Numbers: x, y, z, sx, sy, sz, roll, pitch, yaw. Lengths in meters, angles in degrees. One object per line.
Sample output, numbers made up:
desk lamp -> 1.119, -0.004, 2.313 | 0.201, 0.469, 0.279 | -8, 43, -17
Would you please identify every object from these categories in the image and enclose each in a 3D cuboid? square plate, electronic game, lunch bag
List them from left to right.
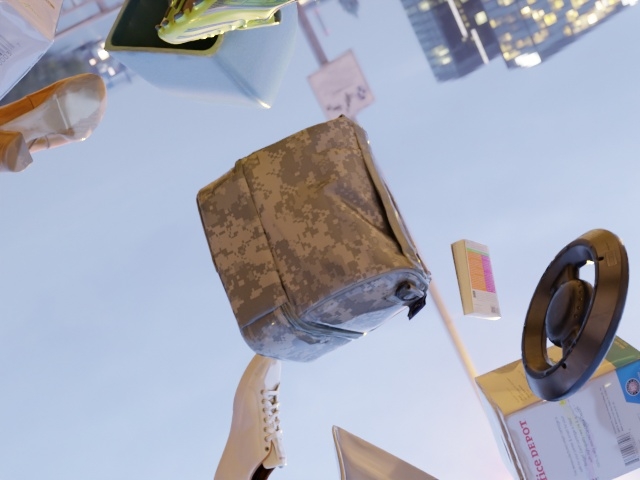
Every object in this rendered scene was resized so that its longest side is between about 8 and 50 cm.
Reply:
lunch bag -> 0.000, 0.000, 1.316 | 0.256, 0.305, 0.212 | -34, 149, 26
square plate -> 0.163, 0.421, 1.320 | 0.049, 0.344, 0.347 | -59, -173, 8
electronic game -> 0.319, 0.093, 1.162 | 0.229, 0.048, 0.229 | -160, -90, -82

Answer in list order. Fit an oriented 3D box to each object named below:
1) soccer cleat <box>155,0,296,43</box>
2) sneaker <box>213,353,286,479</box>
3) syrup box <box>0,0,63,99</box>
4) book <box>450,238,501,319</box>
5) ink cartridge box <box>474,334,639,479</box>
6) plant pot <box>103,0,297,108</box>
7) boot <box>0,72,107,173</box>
soccer cleat -> -0.122, -0.329, 1.301 | 0.289, 0.121, 0.094 | -15, -129, 41
sneaker -> -0.099, 0.349, 1.689 | 0.123, 0.290, 0.106 | 13, 178, 30
syrup box -> -0.276, -0.196, 0.754 | 0.093, 0.096, 0.237 | -41, -152, 11
book -> 0.302, 0.076, 1.761 | 0.096, 0.144, 0.035 | 12, 154, -44
ink cartridge box -> 0.387, 0.269, 1.424 | 0.232, 0.171, 0.168 | -22, -167, -2
plant pot -> -0.175, -0.361, 1.619 | 0.247, 0.252, 0.248 | 9, -110, 31
boot -> -0.489, -0.188, 1.427 | 0.211, 0.104, 0.295 | 6, -147, 22
